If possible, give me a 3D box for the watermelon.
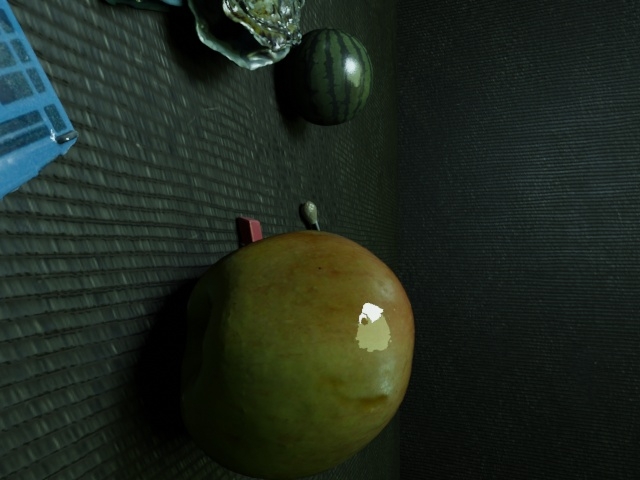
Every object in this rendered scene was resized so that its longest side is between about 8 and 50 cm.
[{"bbox_3d":[0.017,-0.373,0.954,0.212,0.213,0.211,-1,90,-71],"label":"watermelon"}]

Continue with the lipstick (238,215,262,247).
[{"bbox_3d":[-0.111,0.103,0.799,0.051,0.051,0.311,-32,119,-61],"label":"lipstick"}]

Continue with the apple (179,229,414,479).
[{"bbox_3d":[-0.048,0.150,0.604,0.339,0.306,0.337,178,-90,-65],"label":"apple"}]

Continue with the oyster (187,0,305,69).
[{"bbox_3d":[-0.111,-0.401,0.692,0.350,0.158,0.162,-88,162,-47],"label":"oyster"}]

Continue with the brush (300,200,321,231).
[{"bbox_3d":[0.000,0.000,1.146,0.299,0.039,0.042,69,27,-48],"label":"brush"}]

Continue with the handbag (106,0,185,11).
[{"bbox_3d":[-0.228,-0.397,0.486,0.144,0.057,0.220,-68,150,-63],"label":"handbag"}]

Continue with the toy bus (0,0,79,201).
[{"bbox_3d":[-0.269,-0.134,0.257,0.133,0.116,0.233,-68,149,-54],"label":"toy bus"}]
